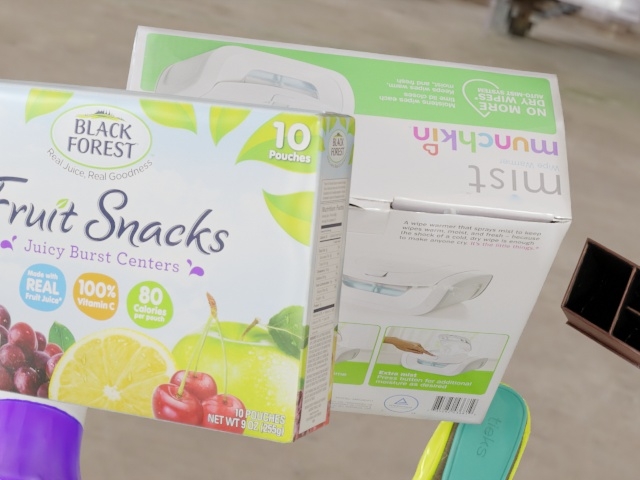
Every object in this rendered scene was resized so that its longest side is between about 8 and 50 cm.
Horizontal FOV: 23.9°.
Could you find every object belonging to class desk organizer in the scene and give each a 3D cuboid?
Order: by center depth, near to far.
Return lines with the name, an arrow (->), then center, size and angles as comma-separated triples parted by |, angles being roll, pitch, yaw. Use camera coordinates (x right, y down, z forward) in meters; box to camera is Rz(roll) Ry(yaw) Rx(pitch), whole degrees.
desk organizer -> 0.209, 0.052, 0.954 | 0.130, 0.047, 0.050 | 33, -13, 43

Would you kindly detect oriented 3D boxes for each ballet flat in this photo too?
ballet flat -> 0.080, 0.202, 1.041 | 0.077, 0.231, 0.077 | 30, -24, -3

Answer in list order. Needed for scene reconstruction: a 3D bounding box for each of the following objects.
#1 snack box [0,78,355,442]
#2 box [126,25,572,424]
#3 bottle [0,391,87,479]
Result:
snack box -> -0.063, 0.002, 0.482 | 0.141, 0.100, 0.037 | 7, 5, 20
box -> 0.000, 0.000, 0.955 | 0.262, 0.231, 0.127 | 6, 51, -5
bottle -> -0.179, 0.208, 0.803 | 0.092, 0.118, 0.283 | 23, 55, -26
